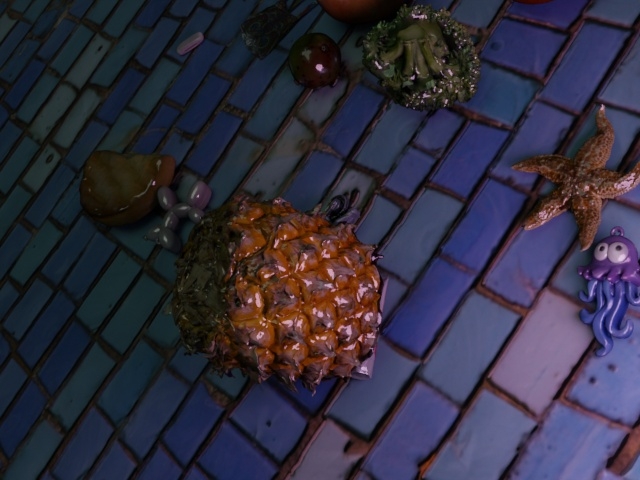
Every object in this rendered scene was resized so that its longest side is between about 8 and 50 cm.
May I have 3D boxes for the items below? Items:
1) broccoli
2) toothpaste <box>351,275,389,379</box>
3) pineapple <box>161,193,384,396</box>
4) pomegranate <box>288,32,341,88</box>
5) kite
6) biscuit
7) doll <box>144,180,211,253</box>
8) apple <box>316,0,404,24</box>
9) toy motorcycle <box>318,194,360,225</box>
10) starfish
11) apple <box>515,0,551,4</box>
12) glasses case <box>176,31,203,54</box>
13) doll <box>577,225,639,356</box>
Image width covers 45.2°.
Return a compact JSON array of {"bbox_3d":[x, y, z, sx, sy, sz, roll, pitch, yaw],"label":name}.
[{"bbox_3d":[0.201,-0.351,1.495,0.198,0.176,0.226,-46,36,9],"label":"broccoli"},{"bbox_3d":[0.083,0.153,1.388,0.067,0.043,0.194,-9,57,31],"label":"toothpaste"},{"bbox_3d":[-0.086,0.096,1.317,0.352,0.300,0.352,-15,70,50],"label":"pineapple"},{"bbox_3d":[-0.011,-0.392,1.694,0.130,0.130,0.130,-15,59,26],"label":"pomegranate"},{"bbox_3d":[-0.072,-0.566,1.885,0.285,0.015,0.152,-37,54,14],"label":"kite"},{"bbox_3d":[-0.475,-0.131,1.858,0.274,0.091,0.213,18,73,36],"label":"biscuit"},{"bbox_3d":[-0.324,-0.050,1.735,0.161,0.059,0.160,-8,65,20],"label":"doll"},{"bbox_3d":[0.078,-0.599,1.658,0.242,0.241,0.242,-12,62,25],"label":"apple"},{"bbox_3d":[0.000,0.000,1.504,0.193,0.061,0.124,-44,44,13],"label":"toy motorcycle"},{"bbox_3d":[0.427,-0.101,1.288,0.236,0.062,0.277,0,68,33],"label":"starfish"},{"bbox_3d":[0.417,-0.558,1.440,0.201,0.218,0.218,-14,58,34],"label":"apple"},{"bbox_3d":[-0.343,-0.518,2.024,0.083,0.021,0.032,-30,51,16],"label":"glasses case"},{"bbox_3d":[0.447,0.077,1.181,0.110,0.067,0.206,-1,75,42],"label":"doll"}]
